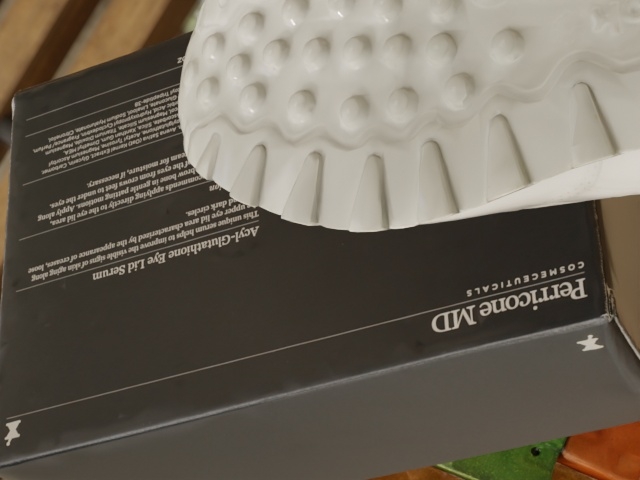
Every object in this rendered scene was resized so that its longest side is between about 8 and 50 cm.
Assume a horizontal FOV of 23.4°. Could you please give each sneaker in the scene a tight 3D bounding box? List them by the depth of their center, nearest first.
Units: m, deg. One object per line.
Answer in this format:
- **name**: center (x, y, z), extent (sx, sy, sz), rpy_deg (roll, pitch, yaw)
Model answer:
- **sneaker**: center (0.068, -0.042, 0.396), extent (0.235, 0.090, 0.095), rpy_deg (-2, 172, 34)

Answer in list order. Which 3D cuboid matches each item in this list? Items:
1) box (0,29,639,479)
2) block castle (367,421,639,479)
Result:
- **box**: center (0.000, 0.000, 0.638), extent (0.103, 0.261, 0.184), rpy_deg (45, -143, -50)
- **block castle**: center (0.056, 0.088, 0.962), extent (0.453, 0.213, 0.303), rpy_deg (24, 169, -10)
